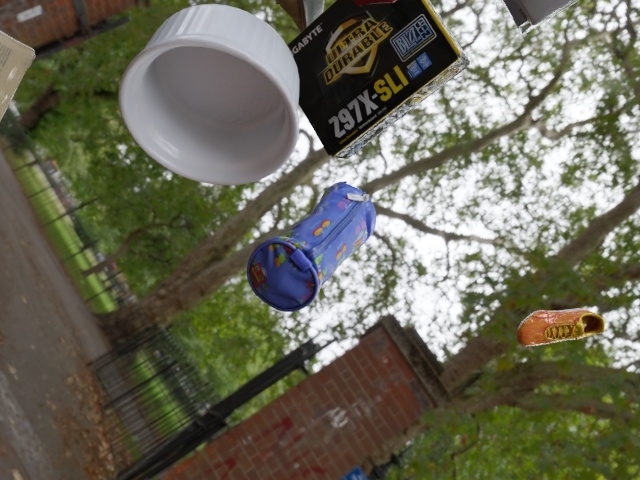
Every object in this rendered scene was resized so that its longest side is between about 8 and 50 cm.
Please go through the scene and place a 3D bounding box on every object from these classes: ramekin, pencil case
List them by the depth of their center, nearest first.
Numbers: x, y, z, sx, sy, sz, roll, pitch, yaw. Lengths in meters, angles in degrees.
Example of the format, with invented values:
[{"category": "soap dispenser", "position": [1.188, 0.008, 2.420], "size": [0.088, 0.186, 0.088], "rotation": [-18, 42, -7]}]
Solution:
[{"category": "ramekin", "position": [-0.163, -0.231, 1.050], "size": [0.277, 0.277, 0.135], "rotation": [79, 14, -48]}, {"category": "pencil case", "position": [0.000, 0.000, 1.114], "size": [0.119, 0.306, 0.133], "rotation": [44, -56, 1]}]

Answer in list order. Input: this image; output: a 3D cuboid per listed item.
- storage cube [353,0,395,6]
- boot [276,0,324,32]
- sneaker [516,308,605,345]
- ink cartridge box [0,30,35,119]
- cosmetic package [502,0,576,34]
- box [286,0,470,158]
[{"category": "storage cube", "position": [0.097, -0.515, 1.071], "size": [0.193, 0.215, 0.184], "rotation": [47, 0, -23]}, {"category": "boot", "position": [-0.066, -0.575, 1.532], "size": [0.115, 0.113, 0.305], "rotation": [14, -14, 16]}, {"category": "sneaker", "position": [0.442, 0.157, 1.223], "size": [0.067, 0.175, 0.064], "rotation": [-163, -118, -73]}, {"category": "ink cartridge box", "position": [-0.405, -0.125, 0.635], "size": [0.088, 0.235, 0.193], "rotation": [27, 0, 4]}, {"category": "cosmetic package", "position": [0.313, -0.359, 0.770], "size": [0.127, 0.237, 0.107], "rotation": [60, 15, -4]}, {"category": "box", "position": [0.092, -0.354, 1.309], "size": [0.257, 0.322, 0.079], "rotation": [60, 26, 11]}]
